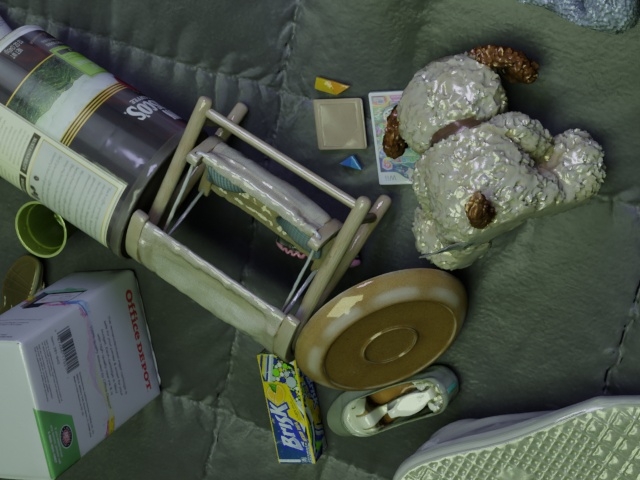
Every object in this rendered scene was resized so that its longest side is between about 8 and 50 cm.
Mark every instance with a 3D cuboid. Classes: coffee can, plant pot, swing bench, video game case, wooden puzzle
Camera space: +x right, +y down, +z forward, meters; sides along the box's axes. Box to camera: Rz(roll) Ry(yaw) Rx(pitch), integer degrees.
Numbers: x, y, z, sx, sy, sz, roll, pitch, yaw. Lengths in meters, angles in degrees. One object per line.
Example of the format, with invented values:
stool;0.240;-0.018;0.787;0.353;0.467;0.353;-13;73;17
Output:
coffee can;-0.317;-0.130;1.739;0.275;0.201;0.201;32;117;9
plant pot;0.084;0.124;1.667;0.236;0.236;0.032;-46;49;29
swing bench;-0.088;-0.010;1.668;0.253;0.165;0.254;33;100;11
video game case;0.110;-0.132;1.672;0.087;0.011;0.122;-1;108;22
wooden puzzle;0.026;-0.152;1.699;0.079;0.014;0.116;9;112;24
plant pot;-0.377;-0.028;1.871;0.083;0.079;0.083;8;112;20

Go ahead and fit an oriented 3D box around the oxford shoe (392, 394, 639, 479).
oxford shoe;0.312;0.279;1.682;0.449;0.130;0.169;-11;98;10

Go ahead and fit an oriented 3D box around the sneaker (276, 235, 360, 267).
sneaker;0.000;0.000;1.752;0.119;0.047;0.057;11;99;14

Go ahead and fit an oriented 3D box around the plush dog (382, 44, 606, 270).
plush dog;0.173;-0.112;1.562;0.262;0.210;0.225;-30;73;24

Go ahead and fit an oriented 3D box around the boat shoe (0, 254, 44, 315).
boat shoe;-0.444;0.089;1.966;0.056;0.048;0.153;27;110;25

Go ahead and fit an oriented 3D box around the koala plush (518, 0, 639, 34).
koala plush;0.295;-0.364;1.418;0.203;0.196;0.221;24;120;24

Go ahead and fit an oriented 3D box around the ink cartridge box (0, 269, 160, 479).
ink cartridge box;-0.356;0.180;1.827;0.117;0.278;0.201;-2;108;26

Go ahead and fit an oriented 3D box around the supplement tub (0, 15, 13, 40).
supplement tub;-0.469;-0.288;1.820;0.071;0.071;0.107;-37;92;29

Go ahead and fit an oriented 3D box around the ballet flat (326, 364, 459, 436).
ballet flat;0.087;0.225;1.778;0.213;0.068;0.072;-24;99;28

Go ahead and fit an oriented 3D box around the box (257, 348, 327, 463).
box;-0.038;0.226;1.838;0.059;0.054;0.169;-4;106;23
